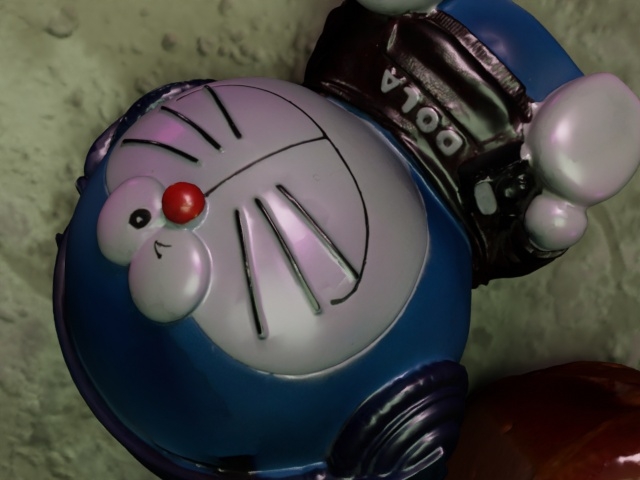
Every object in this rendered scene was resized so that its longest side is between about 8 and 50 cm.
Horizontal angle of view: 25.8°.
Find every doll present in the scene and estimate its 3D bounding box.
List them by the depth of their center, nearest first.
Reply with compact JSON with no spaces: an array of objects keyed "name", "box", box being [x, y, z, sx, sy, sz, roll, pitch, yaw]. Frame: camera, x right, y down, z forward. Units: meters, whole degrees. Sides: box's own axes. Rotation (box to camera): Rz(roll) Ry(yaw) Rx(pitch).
[{"name":"doll","box":[0.000,0.000,0.772,0.310,0.240,0.284,-40,63,-12]}]

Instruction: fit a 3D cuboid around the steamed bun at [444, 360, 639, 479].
[{"name":"steamed bun","box":[0.160,0.275,0.842,0.248,0.235,0.379,25,97,-9]}]
